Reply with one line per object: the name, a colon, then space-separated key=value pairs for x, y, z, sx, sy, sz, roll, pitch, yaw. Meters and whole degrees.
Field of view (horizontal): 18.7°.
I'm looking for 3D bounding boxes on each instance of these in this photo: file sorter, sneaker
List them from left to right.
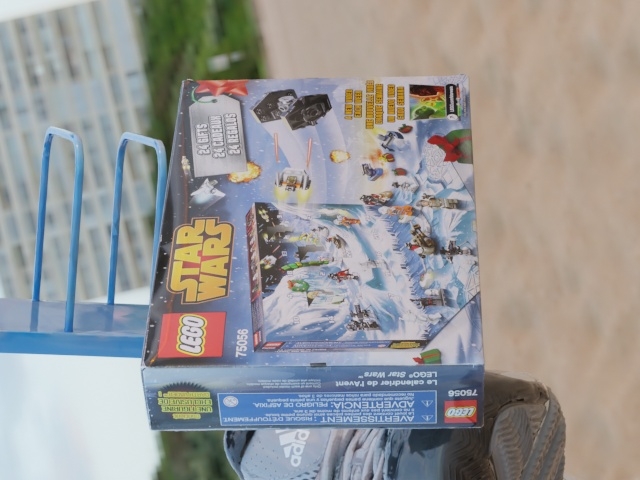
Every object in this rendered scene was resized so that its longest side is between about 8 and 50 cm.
file sorter: x=-0.129 y=-0.002 z=0.946 sx=0.118 sy=0.170 sz=0.104 roll=-161 pitch=75 yaw=-73
sneaker: x=0.017 y=0.084 z=0.679 sx=0.086 sy=0.132 sz=0.228 roll=-65 pitch=-20 yaw=-13

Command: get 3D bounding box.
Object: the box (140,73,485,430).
box: x=0.000 y=0.000 z=0.577 sx=0.137 sy=0.094 sz=0.027 roll=-87 pitch=-4 yaw=-50
